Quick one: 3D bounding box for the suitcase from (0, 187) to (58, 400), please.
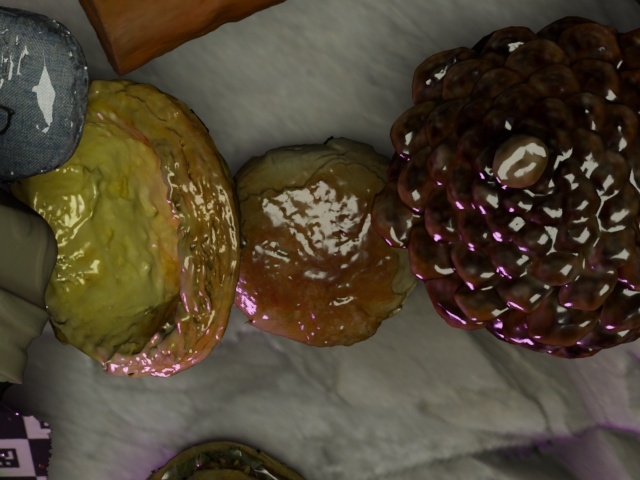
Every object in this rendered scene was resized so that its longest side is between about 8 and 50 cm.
[{"bbox_3d":[-0.339,0.015,0.920,0.351,0.339,0.194,15,78,24],"label":"suitcase"}]

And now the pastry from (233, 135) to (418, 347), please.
[{"bbox_3d":[-0.001,0.003,1.068,0.153,0.081,0.153,-2,104,-8],"label":"pastry"}]

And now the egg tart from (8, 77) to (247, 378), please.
[{"bbox_3d":[-0.120,-0.011,1.024,0.090,0.212,0.212,-11,104,-48],"label":"egg tart"}]

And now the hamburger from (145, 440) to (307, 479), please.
[{"bbox_3d":[-0.071,0.230,1.107,0.185,0.113,0.177,9,108,2],"label":"hamburger"}]

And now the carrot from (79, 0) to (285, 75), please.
[{"bbox_3d":[-0.054,-0.233,0.970,0.254,0.196,0.196,-22,103,-7],"label":"carrot"}]

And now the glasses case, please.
[{"bbox_3d":[-0.281,-0.113,0.999,0.282,0.067,0.109,14,101,12],"label":"glasses case"}]

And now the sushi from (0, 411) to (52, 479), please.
[{"bbox_3d":[-0.285,0.194,1.061,0.192,0.040,0.210,6,132,-6],"label":"sushi"}]

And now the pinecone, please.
[{"bbox_3d":[0.161,-0.031,0.988,0.224,0.272,0.224,-5,79,27],"label":"pinecone"}]

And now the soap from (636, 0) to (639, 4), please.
[{"bbox_3d":[0.394,-0.182,0.990,0.350,0.213,0.435,-43,102,3],"label":"soap"}]
